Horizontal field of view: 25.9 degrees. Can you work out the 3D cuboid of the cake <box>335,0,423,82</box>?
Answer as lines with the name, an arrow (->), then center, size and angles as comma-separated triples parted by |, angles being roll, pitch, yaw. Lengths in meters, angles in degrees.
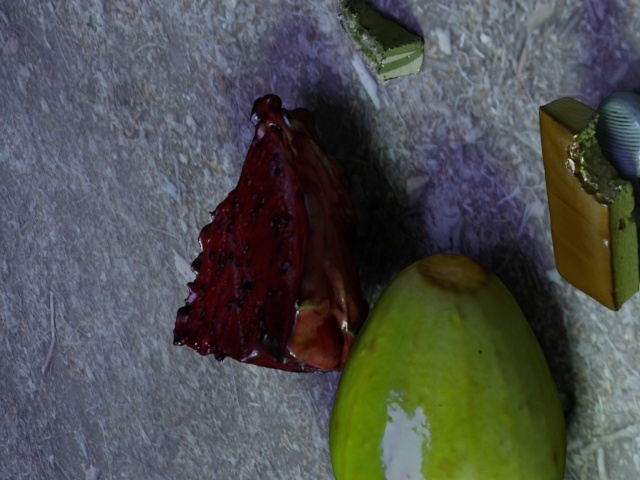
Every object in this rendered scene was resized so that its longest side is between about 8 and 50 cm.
cake -> 0.050, -0.225, 1.528 | 0.140, 0.055, 0.051 | 40, 145, 36

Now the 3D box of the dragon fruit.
dragon fruit -> 0.009, 0.003, 1.620 | 0.286, 0.228, 0.329 | -4, 70, 59

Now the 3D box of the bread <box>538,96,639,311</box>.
bread -> 0.253, -0.033, 1.304 | 0.088, 0.049, 0.226 | 42, 159, 38

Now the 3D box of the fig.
fig -> 0.138, 0.174, 1.484 | 0.258, 0.258, 0.326 | 17, 113, 49

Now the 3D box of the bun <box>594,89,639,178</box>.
bun -> 0.286, -0.098, 1.280 | 0.083, 0.045, 0.083 | 29, 129, 43
